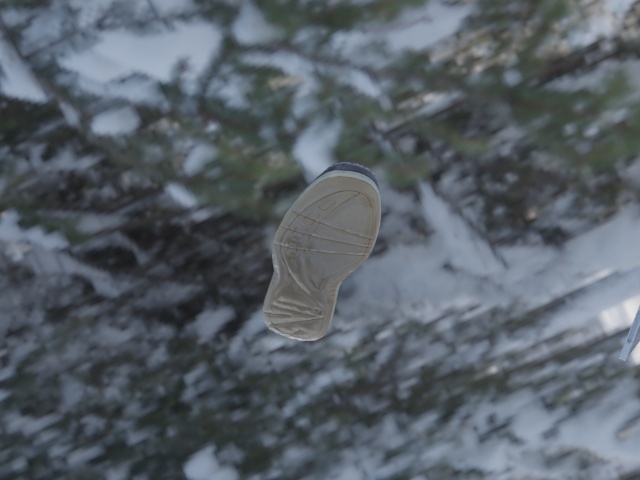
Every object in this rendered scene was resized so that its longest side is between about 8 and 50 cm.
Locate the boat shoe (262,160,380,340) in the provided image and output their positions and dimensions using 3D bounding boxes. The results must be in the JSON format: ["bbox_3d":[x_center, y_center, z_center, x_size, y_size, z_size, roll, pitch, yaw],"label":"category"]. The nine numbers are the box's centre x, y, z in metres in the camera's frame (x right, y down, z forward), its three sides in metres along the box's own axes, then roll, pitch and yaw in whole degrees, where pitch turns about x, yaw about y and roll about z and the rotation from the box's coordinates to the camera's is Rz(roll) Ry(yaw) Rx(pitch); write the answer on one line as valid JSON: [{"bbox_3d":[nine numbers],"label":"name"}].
[{"bbox_3d":[0.000,0.000,1.593,0.285,0.102,0.092,107,174,-51],"label":"boat shoe"}]

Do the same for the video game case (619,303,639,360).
[{"bbox_3d":[0.428,0.091,1.933,0.011,0.087,0.122,29,133,20],"label":"video game case"}]
